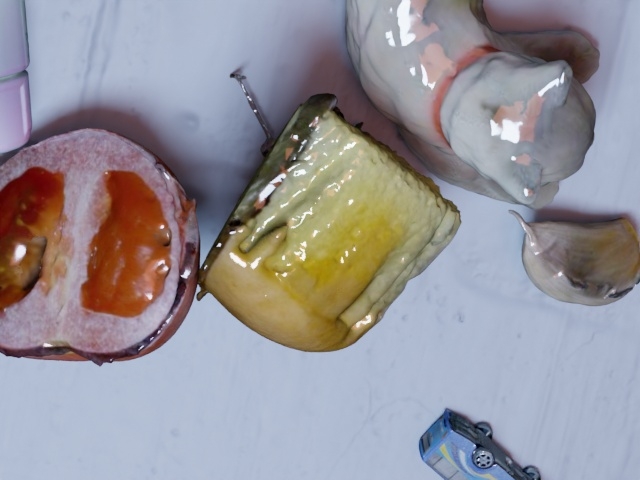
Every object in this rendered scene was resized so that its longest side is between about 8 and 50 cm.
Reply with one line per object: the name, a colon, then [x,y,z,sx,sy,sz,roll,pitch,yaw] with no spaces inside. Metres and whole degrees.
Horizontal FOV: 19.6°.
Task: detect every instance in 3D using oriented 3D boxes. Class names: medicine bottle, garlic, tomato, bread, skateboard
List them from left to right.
medicine bottle: [-0.303,-0.158,1.514,0.135,0.135,0.168,-6,104,-8]
tomato: [-0.187,0.009,1.581,0.228,0.112,0.199,7,86,24]
skateboard: [-0.040,-0.119,1.626,0.064,0.032,0.083,-34,110,-10]
bread: [0.000,0.000,1.539,0.162,0.262,0.204,44,97,9]
garlic: [0.226,0.018,1.687,0.152,0.066,0.084,1,82,-25]

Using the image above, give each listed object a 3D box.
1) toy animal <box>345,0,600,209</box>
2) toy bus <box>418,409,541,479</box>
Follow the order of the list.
toy animal: [0.138,-0.187,1.565,0.266,0.188,0.308,20,104,-5]
toy bus: [0.160,0.223,1.738,0.061,0.051,0.153,-43,108,16]
